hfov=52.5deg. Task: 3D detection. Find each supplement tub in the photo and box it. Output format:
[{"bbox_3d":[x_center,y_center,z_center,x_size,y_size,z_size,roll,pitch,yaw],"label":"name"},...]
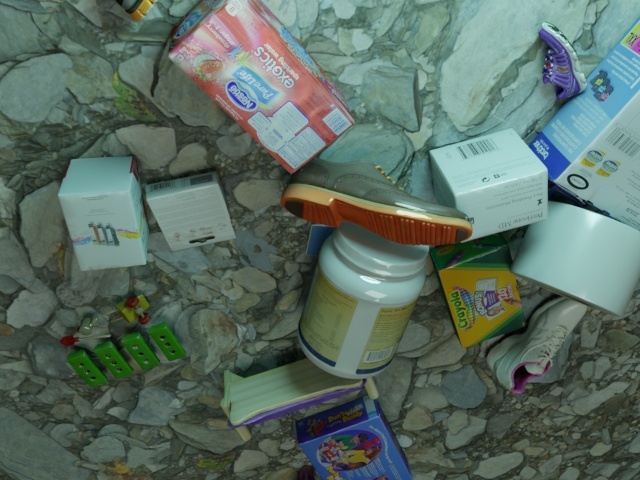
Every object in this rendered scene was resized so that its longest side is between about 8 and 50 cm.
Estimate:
[{"bbox_3d":[0.089,0.113,1.379,0.228,0.228,0.316,7,125,-15],"label":"supplement tub"}]

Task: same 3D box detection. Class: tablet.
[{"bbox_3d":[0.000,0.000,1.418,0.054,0.006,0.083,3,126,-13],"label":"tablet"}]

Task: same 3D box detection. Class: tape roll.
[{"bbox_3d":[0.545,0.038,1.366,0.246,0.246,0.169,22,91,-24],"label":"tape roll"}]

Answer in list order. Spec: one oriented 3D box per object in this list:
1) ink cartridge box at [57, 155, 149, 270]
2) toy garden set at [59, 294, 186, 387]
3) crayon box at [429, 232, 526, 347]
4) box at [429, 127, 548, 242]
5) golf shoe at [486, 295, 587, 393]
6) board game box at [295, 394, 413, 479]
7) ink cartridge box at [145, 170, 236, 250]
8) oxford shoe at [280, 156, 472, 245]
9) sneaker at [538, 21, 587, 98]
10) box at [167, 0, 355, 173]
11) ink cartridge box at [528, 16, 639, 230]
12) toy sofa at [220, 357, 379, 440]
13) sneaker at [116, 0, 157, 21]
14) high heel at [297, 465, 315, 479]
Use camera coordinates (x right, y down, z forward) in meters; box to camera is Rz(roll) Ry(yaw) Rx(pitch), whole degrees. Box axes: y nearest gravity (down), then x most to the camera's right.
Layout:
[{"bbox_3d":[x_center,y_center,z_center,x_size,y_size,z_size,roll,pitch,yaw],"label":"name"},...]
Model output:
[{"bbox_3d":[-0.404,-0.051,1.231,0.127,0.128,0.176,-5,128,-7],"label":"ink cartridge box"},{"bbox_3d":[-0.461,0.222,1.477,0.244,0.049,0.204,-18,129,5],"label":"toy garden set"},{"bbox_3d":[0.371,0.114,1.522,0.165,0.081,0.278,-21,127,5],"label":"crayon box"},{"bbox_3d":[0.329,-0.112,1.283,0.181,0.182,0.119,-16,127,1],"label":"box"},{"bbox_3d":[0.563,0.264,1.634,0.115,0.140,0.306,29,115,-26],"label":"golf shoe"},{"bbox_3d":[0.102,0.600,1.837,0.233,0.078,0.347,-21,127,6],"label":"board game box"},{"bbox_3d":[-0.258,-0.057,1.321,0.145,0.045,0.179,-12,146,-2],"label":"ink cartridge box"},{"bbox_3d":[0.112,-0.086,1.220,0.364,0.132,0.130,15,158,11],"label":"oxford shoe"},{"bbox_3d":[0.444,-0.330,1.216,0.071,0.068,0.170,-28,127,18],"label":"sneaker"},{"bbox_3d":[-0.097,-0.280,1.106,0.154,0.142,0.300,-38,123,17],"label":"box"},{"bbox_3d":[0.612,-0.197,1.291,0.270,0.151,0.395,24,117,-24],"label":"ink cartridge box"},{"bbox_3d":[-0.049,0.374,1.581,0.363,0.177,0.150,-19,127,3],"label":"toy sofa"},{"bbox_3d":[-0.257,-0.442,0.998,0.083,0.084,0.215,33,116,-24],"label":"sneaker"},{"bbox_3d":[-0.053,0.787,1.924,0.082,0.117,0.244,10,124,-17],"label":"high heel"}]
